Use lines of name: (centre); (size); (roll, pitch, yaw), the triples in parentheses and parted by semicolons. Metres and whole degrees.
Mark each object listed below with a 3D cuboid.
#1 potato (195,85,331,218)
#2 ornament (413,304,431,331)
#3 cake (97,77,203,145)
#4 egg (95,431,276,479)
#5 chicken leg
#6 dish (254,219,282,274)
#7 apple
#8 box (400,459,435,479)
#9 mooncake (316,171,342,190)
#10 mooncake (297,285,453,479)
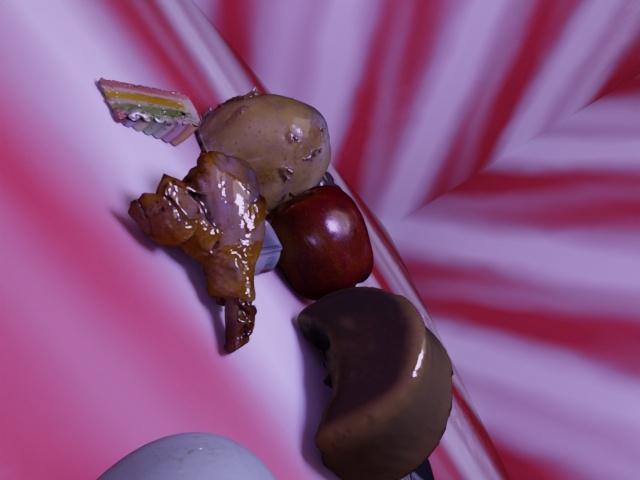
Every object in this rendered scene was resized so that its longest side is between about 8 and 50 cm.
potato: (-0.132, -0.311, 1.354); (0.385, 0.319, 0.442); (56, 13, -9)
ornament: (0.224, 0.315, 1.342); (0.259, 0.259, 0.225); (-91, 164, -62)
cake: (-0.394, -0.288, 0.994); (0.225, 0.090, 0.109); (-8, 68, -53)
egg: (-0.120, 0.318, 0.295); (0.230, 0.230, 0.371); (50, 23, -27)
chicken leg: (-0.217, 0.006, 0.817); (0.295, 0.182, 0.409); (15, 60, -55)
dish: (-0.166, 0.005, 1.054); (0.151, 0.077, 0.212); (59, 15, 6)
apple: (0.000, 0.000, 1.225); (0.317, 0.288, 0.288); (65, 14, -8)
box: (0.200, 0.582, 1.102); (0.350, 0.058, 0.211); (50, 18, -27)
mooncake: (0.019, -0.157, 1.818); (0.306, 0.154, 0.306); (48, 19, -22)
mooncake: (0.093, 0.317, 0.974); (0.246, 0.393, 0.394); (49, 58, -29)
